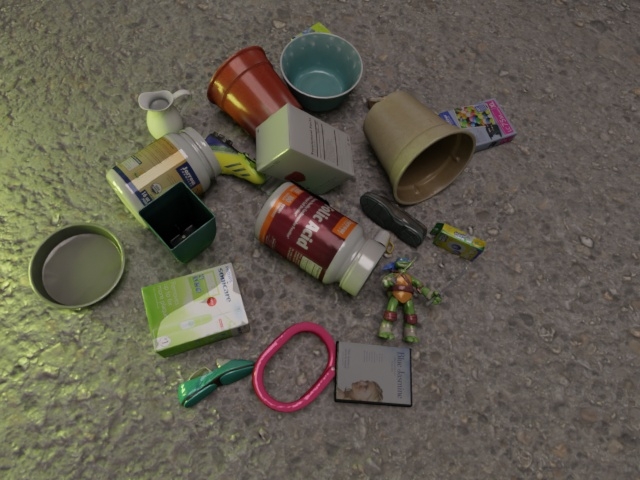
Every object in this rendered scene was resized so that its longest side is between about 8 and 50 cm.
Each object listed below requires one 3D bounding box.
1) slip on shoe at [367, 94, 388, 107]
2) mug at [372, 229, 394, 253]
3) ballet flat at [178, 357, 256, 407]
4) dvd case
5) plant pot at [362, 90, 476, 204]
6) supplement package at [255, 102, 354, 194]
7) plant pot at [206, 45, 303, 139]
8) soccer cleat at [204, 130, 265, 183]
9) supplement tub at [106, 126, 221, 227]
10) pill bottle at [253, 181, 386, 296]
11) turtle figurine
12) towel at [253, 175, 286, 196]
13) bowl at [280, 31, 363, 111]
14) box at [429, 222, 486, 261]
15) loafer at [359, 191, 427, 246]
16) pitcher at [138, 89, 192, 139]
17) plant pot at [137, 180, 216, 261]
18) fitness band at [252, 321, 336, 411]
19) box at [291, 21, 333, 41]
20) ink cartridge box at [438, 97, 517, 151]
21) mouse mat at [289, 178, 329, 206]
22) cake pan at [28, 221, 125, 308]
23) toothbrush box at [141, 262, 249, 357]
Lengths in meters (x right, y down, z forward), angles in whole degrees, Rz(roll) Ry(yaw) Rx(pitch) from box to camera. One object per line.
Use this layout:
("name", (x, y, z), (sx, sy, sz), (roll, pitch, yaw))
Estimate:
("slip on shoe", (0.252, -0.553, 1.914), (0.135, 0.051, 0.041), (-12, 109, -18))
("mug", (0.216, 0.003, 1.679), (0.062, 0.078, 0.064), (8, 53, 34))
("ballet flat", (-0.316, 0.404, 1.450), (0.247, 0.083, 0.087), (-26, 58, -17))
("dvd case", (0.166, 0.413, 1.489), (0.252, 0.022, 0.181), (9, 67, -15))
("plant pot", (0.321, -0.351, 1.709), (0.333, 0.334, 0.306), (-25, 61, -14))
("supplement package", (-0.053, -0.299, 1.633), (0.292, 0.177, 0.176), (16, 61, -41))
("plant pot", (-0.219, -0.503, 1.745), (0.272, 0.272, 0.265), (-40, 84, -18))
("soccer cleat", (-0.313, -0.272, 1.720), (0.289, 0.093, 0.121), (39, 101, 18))
("supplement tub", (-0.513, -0.214, 1.603), (0.316, 0.228, 0.228), (-39, 76, -18))
("pill bottle", (0.000, 0.000, 1.563), (0.392, 0.224, 0.224), (32, 69, 8))
("turtle figurine", (0.280, 0.182, 1.509), (0.274, 0.197, 0.267), (3, 82, 41))
("towel", (-0.186, -0.228, 1.749), (0.152, 0.023, 0.113), (38, 70, 10))
("bowl", (-0.001, -0.624, 1.852), (0.311, 0.163, 0.312), (2, 68, -4))
("box", (0.467, 0.003, 1.667), (0.179, 0.105, 0.043), (27, 67, 7))
("loafer", (0.259, -0.086, 1.705), (0.267, 0.096, 0.084), (39, 50, 4))
("pitcher", (-0.532, -0.445, 1.708), (0.177, 0.207, 0.126), (-19, 70, -13))
("plant pot", (-0.435, -0.035, 1.533), (0.165, 0.234, 0.165), (-41, 77, -18))
("fitness band", (-0.072, 0.383, 1.465), (0.209, 0.054, 0.291), (47, 65, 1))
("box", (-0.038, -0.822, 1.996), (0.178, 0.042, 0.109), (-39, 75, -19))
("ink cartridge box", (0.587, -0.437, 1.884), (0.310, 0.065, 0.186), (-19, 70, -10))
("mouse mat", (-0.031, -0.151, 1.645), (0.152, 0.190, 0.007), (32, 86, 9))
("cake pan", (-0.774, 0.084, 1.552), (0.292, 0.054, 0.294), (2, 68, -4))
("toothbrush box", (-0.382, 0.217, 1.497), (0.283, 0.122, 0.206), (-15, 70, -12))
